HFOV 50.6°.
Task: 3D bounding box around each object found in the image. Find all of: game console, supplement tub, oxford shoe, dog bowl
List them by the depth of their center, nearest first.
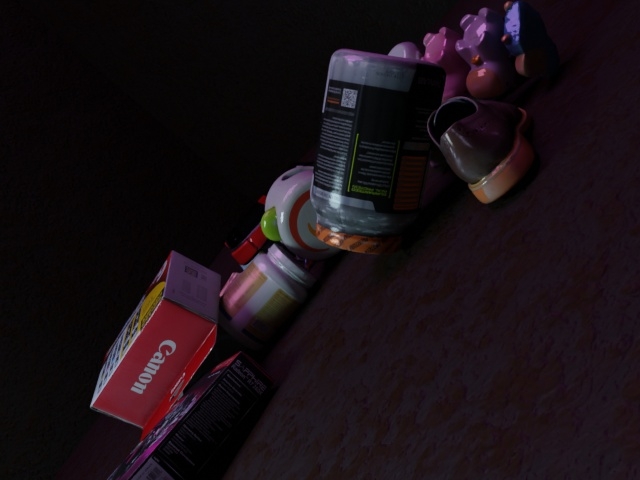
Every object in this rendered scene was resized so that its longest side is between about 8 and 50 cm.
[{"bbox_3d":[0.243,-0.181,1.057,0.130,0.133,0.364,-46,9,20],"label":"oxford shoe"},{"bbox_3d":[0.089,-0.148,1.134,0.193,0.193,0.316,-94,14,-75],"label":"supplement tub"},{"bbox_3d":[-0.118,0.120,1.452,0.200,0.144,0.144,-48,11,2],"label":"supplement tub"},{"bbox_3d":[-0.278,0.259,1.737,0.349,0.102,0.349,-47,10,11],"label":"dog bowl"},{"bbox_3d":[-0.138,-0.087,1.929,0.342,0.060,0.386,-48,13,-4],"label":"game console"}]

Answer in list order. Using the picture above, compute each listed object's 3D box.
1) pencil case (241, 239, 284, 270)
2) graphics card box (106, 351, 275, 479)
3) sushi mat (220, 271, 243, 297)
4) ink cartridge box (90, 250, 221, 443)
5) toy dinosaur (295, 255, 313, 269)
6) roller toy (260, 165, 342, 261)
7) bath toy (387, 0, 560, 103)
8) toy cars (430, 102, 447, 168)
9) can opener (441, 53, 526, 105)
[{"bbox_3d":[-0.155,-0.004,2.129,0.124,0.113,0.273,-18,28,34],"label":"pencil case"},{"bbox_3d":[-0.257,0.368,1.170,0.371,0.094,0.233,-49,7,-32],"label":"graphics card box"},{"bbox_3d":[-0.271,0.200,1.587,0.316,0.019,0.151,-55,17,-21],"label":"sushi mat"},{"bbox_3d":[-0.339,0.222,1.404,0.309,0.130,0.272,-55,20,17],"label":"ink cartridge box"},{"bbox_3d":[-0.030,0.046,1.645,0.090,0.047,0.082,-29,39,35],"label":"toy dinosaur"},{"bbox_3d":[-0.019,-0.063,1.498,0.191,0.209,0.146,-59,26,3],"label":"roller toy"},{"bbox_3d":[0.262,-0.322,1.255,0.348,0.129,0.151,2,78,55],"label":"bath toy"},{"bbox_3d":[0.174,-0.151,1.363,0.176,0.087,0.393,-22,-9,-34],"label":"toy cars"},{"bbox_3d":[0.311,-0.305,1.384,0.283,0.076,0.095,-35,19,50],"label":"can opener"}]
